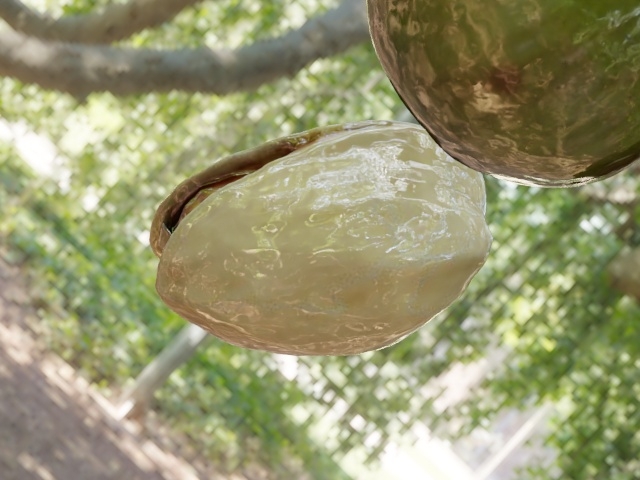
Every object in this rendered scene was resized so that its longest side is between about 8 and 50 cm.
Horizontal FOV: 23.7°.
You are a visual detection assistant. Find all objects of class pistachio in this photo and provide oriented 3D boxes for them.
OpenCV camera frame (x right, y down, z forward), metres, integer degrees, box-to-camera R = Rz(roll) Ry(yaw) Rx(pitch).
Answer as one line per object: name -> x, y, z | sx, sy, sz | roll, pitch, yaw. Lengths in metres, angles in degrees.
pistachio -> 0.000, 0.000, 1.019 | 0.157, 0.229, 0.157 | 171, -90, -87

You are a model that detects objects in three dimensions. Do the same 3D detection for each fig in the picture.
fig -> 0.129, -0.121, 0.532 | 0.149, 0.245, 0.149 | 42, 31, -32
